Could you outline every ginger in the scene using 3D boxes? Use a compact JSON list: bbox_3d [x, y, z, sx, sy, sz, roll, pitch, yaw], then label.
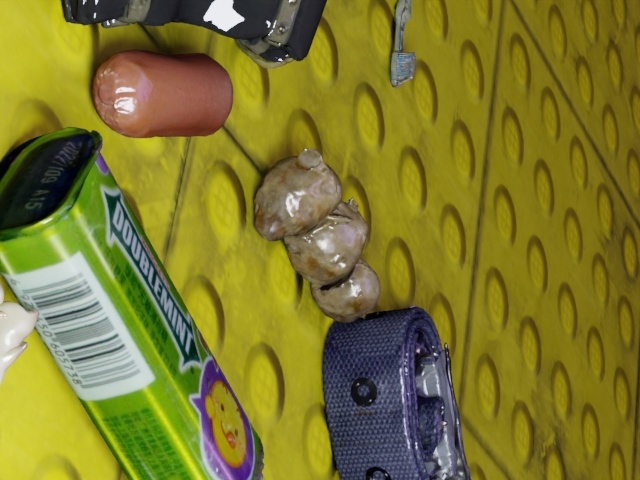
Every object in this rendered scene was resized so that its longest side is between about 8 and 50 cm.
[{"bbox_3d":[0.000,0.000,1.891,0.104,0.080,0.204,-48,133,-17],"label":"ginger"}]

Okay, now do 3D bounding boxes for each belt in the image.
[{"bbox_3d":[0.087,0.186,1.966,0.139,0.126,0.230,-19,99,-63],"label":"belt"}]

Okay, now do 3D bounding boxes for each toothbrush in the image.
[{"bbox_3d":[0.106,-0.298,2.261,0.026,0.028,0.294,55,31,-46],"label":"toothbrush"}]

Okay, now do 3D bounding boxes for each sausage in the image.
[{"bbox_3d":[-0.135,-0.128,1.650,0.194,0.077,0.077,-10,92,-65],"label":"sausage"}]

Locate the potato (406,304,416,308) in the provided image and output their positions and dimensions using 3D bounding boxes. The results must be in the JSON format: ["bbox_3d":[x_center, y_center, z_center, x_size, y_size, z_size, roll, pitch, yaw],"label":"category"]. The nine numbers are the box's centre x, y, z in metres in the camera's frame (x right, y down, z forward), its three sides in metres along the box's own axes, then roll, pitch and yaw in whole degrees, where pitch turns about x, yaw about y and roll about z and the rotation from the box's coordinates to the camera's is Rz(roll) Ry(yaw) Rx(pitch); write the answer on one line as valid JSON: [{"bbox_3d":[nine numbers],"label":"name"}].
[{"bbox_3d":[0.103,0.124,2.131,0.037,0.036,0.093,-15,76,-29],"label":"potato"}]

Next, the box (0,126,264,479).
[{"bbox_3d":[-0.153,0.079,1.515,0.134,0.097,0.345,-79,149,-52],"label":"box"}]

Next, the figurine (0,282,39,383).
[{"bbox_3d":[-0.249,0.070,1.395,0.050,0.047,0.083,45,49,-31],"label":"figurine"}]

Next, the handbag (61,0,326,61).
[{"bbox_3d":[-0.101,-0.310,1.646,0.342,0.152,0.288,8,87,-40],"label":"handbag"}]

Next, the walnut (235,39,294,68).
[{"bbox_3d":[-0.046,-0.214,1.852,0.092,0.092,0.092,29,58,-60],"label":"walnut"}]
